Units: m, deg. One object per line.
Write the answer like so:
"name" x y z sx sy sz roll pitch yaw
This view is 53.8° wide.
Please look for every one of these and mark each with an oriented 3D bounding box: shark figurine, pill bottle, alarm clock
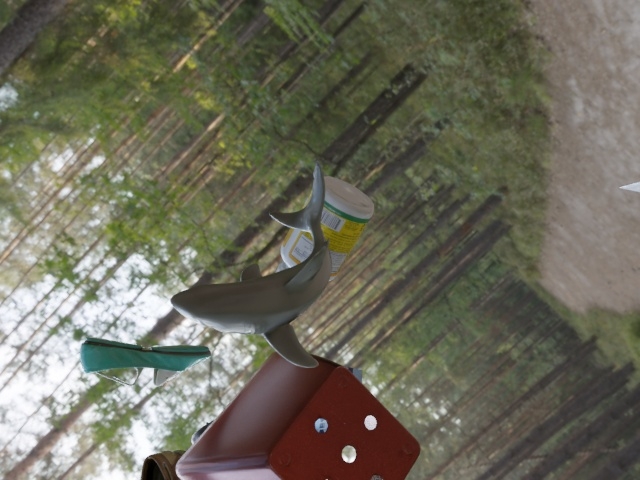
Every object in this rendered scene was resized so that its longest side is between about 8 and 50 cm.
"shark figurine" -0.021 0.024 0.729 0.166 0.116 0.278 35 -139 4
"pill bottle" 0.000 0.000 1.129 0.117 0.208 0.117 25 -159 -11
"alarm clock" -0.264 0.480 1.529 0.064 0.192 0.129 54 178 20

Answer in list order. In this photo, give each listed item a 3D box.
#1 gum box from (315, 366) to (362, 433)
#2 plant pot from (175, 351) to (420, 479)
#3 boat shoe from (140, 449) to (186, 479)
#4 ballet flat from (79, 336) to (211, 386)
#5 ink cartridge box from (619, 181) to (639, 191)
"gum box" 0.026 0.375 1.406 0.041 0.184 0.157 17 -116 -22
"plant pot" -0.010 0.329 0.958 0.267 0.267 0.236 47 146 -5
"boat shoe" -0.300 0.572 1.230 0.120 0.122 0.324 36 -149 -52
"ballet flat" -0.341 0.241 1.228 0.247 0.087 0.083 7 177 -15
"ink cartridge box" 0.524 -0.092 0.849 0.179 0.045 0.145 8 169 -20
